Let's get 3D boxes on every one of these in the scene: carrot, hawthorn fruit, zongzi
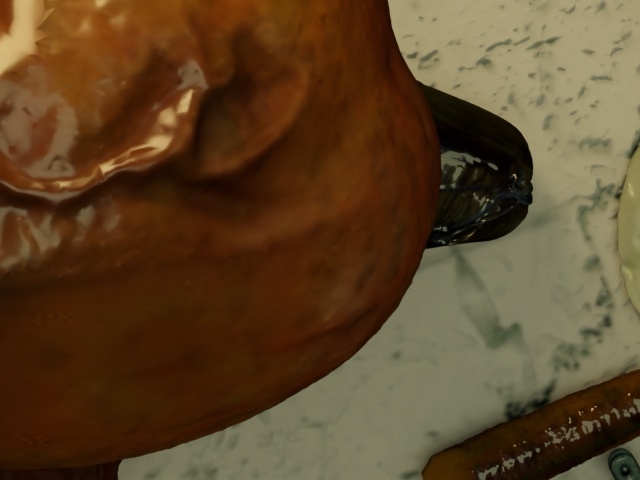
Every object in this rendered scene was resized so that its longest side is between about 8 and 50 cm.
[{"bbox_3d":[0.236,0.156,1.463,0.314,0.066,0.066,-23,97,-2],"label":"carrot"},{"bbox_3d":[-0.157,-0.069,1.099,0.471,0.472,0.472,0,96,-4],"label":"hawthorn fruit"},{"bbox_3d":[0.000,0.000,1.395,0.286,0.138,0.300,23,97,-7],"label":"zongzi"}]

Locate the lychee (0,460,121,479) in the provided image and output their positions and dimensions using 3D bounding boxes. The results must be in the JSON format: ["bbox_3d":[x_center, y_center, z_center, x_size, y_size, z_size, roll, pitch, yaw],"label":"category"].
[{"bbox_3d":[-0.285,0.137,1.341,0.255,0.255,0.300,-25,61,-1],"label":"lychee"}]

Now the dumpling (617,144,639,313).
[{"bbox_3d":[0.342,-0.034,1.436,0.179,0.131,0.252,45,113,12],"label":"dumpling"}]

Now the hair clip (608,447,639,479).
[{"bbox_3d":[0.316,0.301,1.490,0.048,0.083,0.275,-31,90,9],"label":"hair clip"}]
